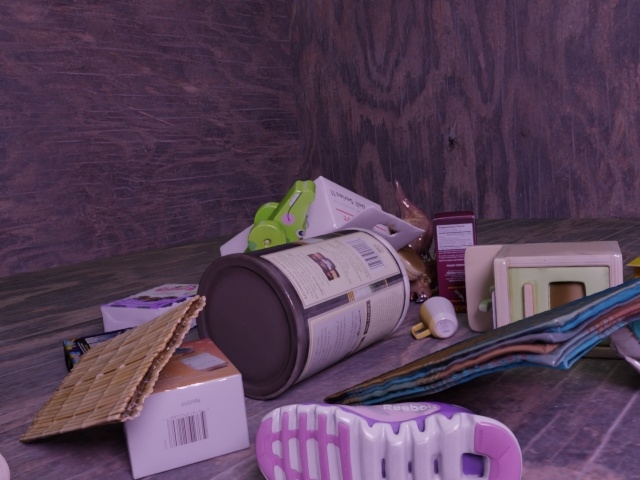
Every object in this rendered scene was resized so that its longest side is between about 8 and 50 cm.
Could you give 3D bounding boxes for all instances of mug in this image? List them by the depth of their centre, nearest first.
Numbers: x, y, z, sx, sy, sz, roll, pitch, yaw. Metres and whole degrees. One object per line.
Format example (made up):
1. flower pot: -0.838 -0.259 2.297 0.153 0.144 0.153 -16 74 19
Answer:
1. mug: 0.200 0.142 0.986 0.062 0.078 0.064 26 13 -8

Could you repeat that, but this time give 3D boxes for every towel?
1. towel: 0.195 0.119 0.634 0.272 0.040 0.370 -12 -15 -33

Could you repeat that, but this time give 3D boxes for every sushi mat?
1. sushi mat: -0.245 0.154 0.660 0.317 0.019 0.151 -26 28 45

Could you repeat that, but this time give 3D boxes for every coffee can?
1. coffee can: -0.018 0.097 0.883 0.202 0.201 0.275 0 9 39

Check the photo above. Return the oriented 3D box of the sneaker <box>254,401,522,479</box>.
1. sneaker: 0.059 0.193 0.547 0.237 0.095 0.104 0 1 7

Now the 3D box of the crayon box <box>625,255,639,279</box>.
1. crayon box: 0.735 0.056 1.105 0.202 0.081 0.319 1 9 45

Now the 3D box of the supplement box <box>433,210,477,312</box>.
1. supplement box: 0.272 0.040 1.155 0.081 0.188 0.104 -4 7 14

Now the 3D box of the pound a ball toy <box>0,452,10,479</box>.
1. pound a ball toy: -0.453 0.231 0.575 0.319 0.135 0.208 3 37 49

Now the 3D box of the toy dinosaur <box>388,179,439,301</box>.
1. toy dinosaur: 0.210 0.011 1.331 0.200 0.295 0.127 1 -20 32

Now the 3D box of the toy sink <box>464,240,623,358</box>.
1. toy sink: 0.332 0.087 0.890 0.234 0.152 0.131 -1 9 25

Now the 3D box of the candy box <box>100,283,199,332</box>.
1. candy box: -0.331 0.147 1.234 0.165 0.070 0.196 -2 9 28

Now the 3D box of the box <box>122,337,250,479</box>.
1. box: -0.173 0.191 0.697 0.130 0.090 0.170 -9 8 -22

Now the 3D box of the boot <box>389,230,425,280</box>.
1. boot: 0.083 0.062 1.257 0.262 0.203 0.095 38 15 32

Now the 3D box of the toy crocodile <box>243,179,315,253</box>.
1. toy crocodile: -0.106 0.041 1.009 0.105 0.340 0.115 33 14 -13

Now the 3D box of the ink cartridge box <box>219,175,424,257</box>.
1. ink cartridge box: 0.000 0.000 1.143 0.354 0.119 0.207 -32 -31 28

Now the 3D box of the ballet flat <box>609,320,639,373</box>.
1. ballet flat: 0.506 0.115 0.766 0.409 0.146 0.147 -6 7 -24

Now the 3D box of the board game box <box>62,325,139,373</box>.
1. board game box: -0.350 0.194 0.980 0.141 0.048 0.170 -7 7 -28
